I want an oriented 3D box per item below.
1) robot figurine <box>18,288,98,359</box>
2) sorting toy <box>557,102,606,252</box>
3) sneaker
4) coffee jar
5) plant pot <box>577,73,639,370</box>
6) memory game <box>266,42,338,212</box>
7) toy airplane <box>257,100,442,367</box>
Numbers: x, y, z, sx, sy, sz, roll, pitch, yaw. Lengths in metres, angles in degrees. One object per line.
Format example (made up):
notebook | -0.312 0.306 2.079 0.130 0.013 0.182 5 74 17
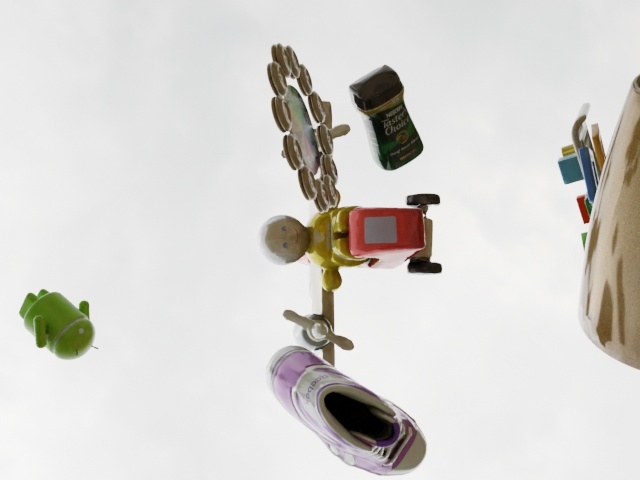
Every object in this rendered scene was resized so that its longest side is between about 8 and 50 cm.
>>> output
robot figurine | -0.354 0.116 1.204 0.115 0.067 0.101 39 -158 16
sorting toy | 0.343 -0.071 1.145 0.348 0.047 0.196 -37 -67 -66
sneaker | 0.065 0.242 1.102 0.282 0.161 0.102 36 -100 -34
coffee jar | 0.118 -0.220 1.598 0.096 0.079 0.184 -32 -49 -7
plant pot | 0.363 -0.036 0.858 0.237 0.237 0.254 -37 -55 -39
memory game | -0.015 -0.118 0.930 0.186 0.012 0.186 -14 -90 -75
toy airplane | 0.000 0.000 1.555 0.272 0.384 0.386 2 -141 -34
